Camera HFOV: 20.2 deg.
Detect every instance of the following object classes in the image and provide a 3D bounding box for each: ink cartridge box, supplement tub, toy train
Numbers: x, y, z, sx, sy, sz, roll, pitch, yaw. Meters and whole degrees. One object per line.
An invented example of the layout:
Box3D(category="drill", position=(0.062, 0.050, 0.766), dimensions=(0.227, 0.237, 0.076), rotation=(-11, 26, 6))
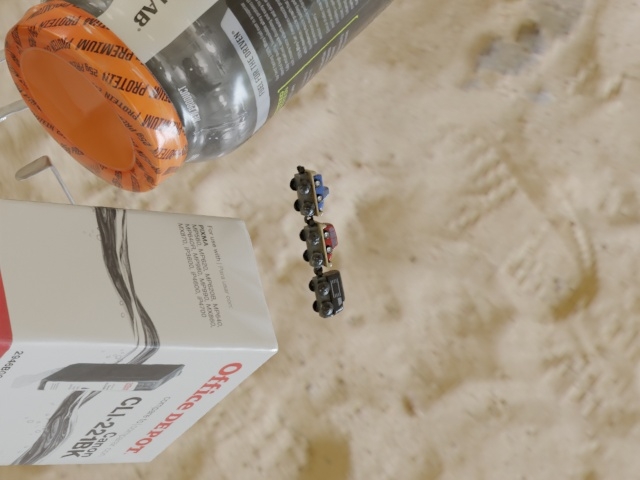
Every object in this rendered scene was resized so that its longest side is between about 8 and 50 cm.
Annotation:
Box3D(category="ink cartridge box", position=(-0.197, 0.068, 1.244), dimensions=(0.273, 0.197, 0.114), rotation=(3, 58, -37))
Box3D(category="supplement tub", position=(-0.074, -0.205, 1.419), dimensions=(0.338, 0.207, 0.207), rotation=(-46, 111, -26))
Box3D(category="toy train", position=(0.000, 0.000, 1.781), dimensions=(0.036, 0.027, 0.158), rotation=(-18, 108, -23))

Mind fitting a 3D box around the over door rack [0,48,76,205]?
Box3D(category="over door rack", position=(-0.341, 0.015, 1.517), dimensions=(0.324, 0.239, 0.108), rotation=(-39, 125, 4))
